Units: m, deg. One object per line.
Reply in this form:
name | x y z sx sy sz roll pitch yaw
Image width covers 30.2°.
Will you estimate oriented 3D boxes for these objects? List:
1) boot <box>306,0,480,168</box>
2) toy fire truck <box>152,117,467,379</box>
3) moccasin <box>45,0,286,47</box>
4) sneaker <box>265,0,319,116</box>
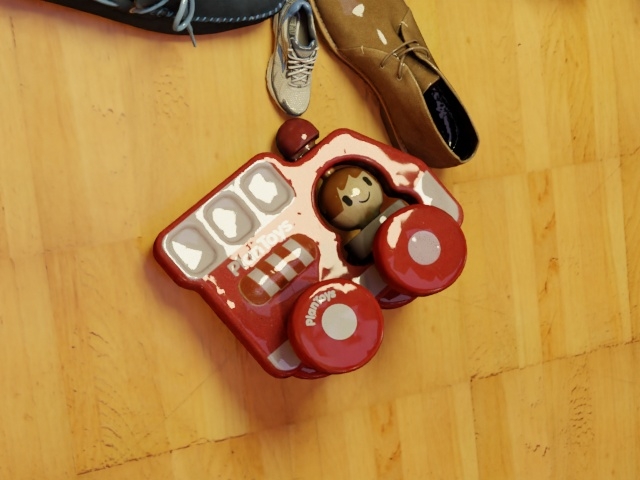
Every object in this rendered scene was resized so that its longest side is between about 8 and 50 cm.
boot | 0.089 -0.215 1.343 0.112 0.115 0.305 -37 108 -13
toy fire truck | 0.000 0.000 1.317 0.302 0.169 0.254 -42 91 -15
moccasin | -0.185 -0.271 1.215 0.342 0.117 0.137 -1 97 -23
sneaker | -0.029 -0.206 1.323 0.052 0.058 0.135 -7 100 -22
